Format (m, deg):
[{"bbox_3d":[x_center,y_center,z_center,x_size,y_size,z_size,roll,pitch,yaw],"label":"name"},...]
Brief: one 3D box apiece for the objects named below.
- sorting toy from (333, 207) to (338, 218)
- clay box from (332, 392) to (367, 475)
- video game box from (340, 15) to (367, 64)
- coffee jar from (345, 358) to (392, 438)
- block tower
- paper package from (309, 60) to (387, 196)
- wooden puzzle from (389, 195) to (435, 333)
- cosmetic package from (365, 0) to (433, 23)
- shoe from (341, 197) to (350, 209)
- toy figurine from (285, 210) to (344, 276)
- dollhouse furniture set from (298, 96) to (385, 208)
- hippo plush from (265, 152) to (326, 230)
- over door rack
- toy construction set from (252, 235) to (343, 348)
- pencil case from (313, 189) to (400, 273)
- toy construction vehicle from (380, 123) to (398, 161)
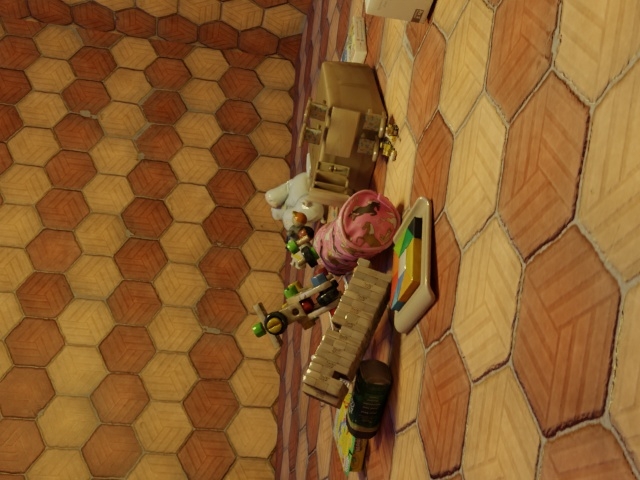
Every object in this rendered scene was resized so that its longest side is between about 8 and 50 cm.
[{"bbox_3d":[0.055,-0.125,2.565,0.062,0.012,0.083,132,143,-75],"label":"sorting toy"},{"bbox_3d":[0.081,0.512,1.877,0.222,0.053,0.127,-117,35,-71],"label":"clay box"},{"bbox_3d":[0.113,-0.633,2.452,0.205,0.048,0.187,108,162,-52],"label":"video game box"},{"bbox_3d":[0.112,0.381,1.693,0.096,0.079,0.184,-100,18,-60],"label":"coffee jar"},{"bbox_3d":[0.070,0.214,1.644,0.335,0.097,0.091,-65,-18,-16],"label":"block tower"},{"bbox_3d":[0.071,-0.333,2.143,0.324,0.168,0.309,-97,15,-52],"label":"paper package"},{"bbox_3d":[0.192,0.055,1.536,0.221,0.044,0.238,114,160,-60],"label":"wooden puzzle"},{"bbox_3d":[0.194,-0.722,1.686,0.217,0.156,0.384,110,164,-49],"label":"cosmetic package"},{"bbox_3d":[0.073,-0.136,2.321,0.219,0.058,0.076,-101,19,-60],"label":"shoe"},{"bbox_3d":[0.000,0.000,2.225,0.213,0.210,0.148,-107,31,-66],"label":"toy figurine"},{"bbox_3d":[0.046,-0.234,1.905,0.161,0.212,0.242,-81,3,-54],"label":"dollhouse furniture set"},{"bbox_3d":[-0.053,-0.132,2.819,0.294,0.234,0.236,-39,45,10],"label":"hippo plush"},{"bbox_3d":[0.046,0.278,2.079,0.239,0.108,0.324,118,157,-64],"label":"over door rack"},{"bbox_3d":[-0.040,0.202,1.838,0.308,0.237,0.257,56,-178,-26],"label":"toy construction set"},{"bbox_3d":[0.088,-0.014,1.861,0.386,0.160,0.167,136,133,-76],"label":"pencil case"},{"bbox_3d":[0.177,-0.257,1.853,0.098,0.035,0.085,-97,16,-55],"label":"toy construction vehicle"}]
